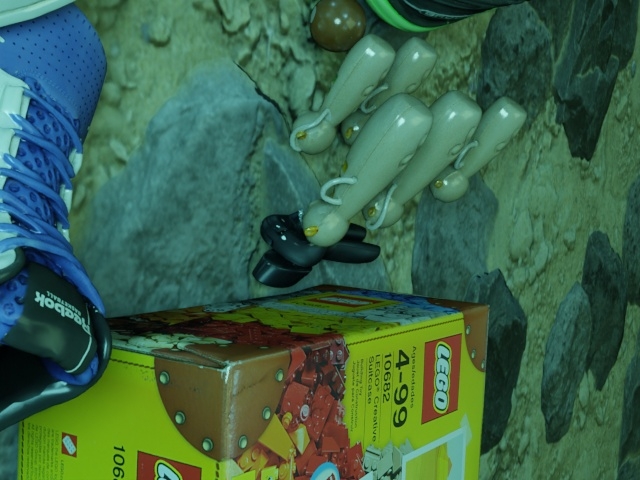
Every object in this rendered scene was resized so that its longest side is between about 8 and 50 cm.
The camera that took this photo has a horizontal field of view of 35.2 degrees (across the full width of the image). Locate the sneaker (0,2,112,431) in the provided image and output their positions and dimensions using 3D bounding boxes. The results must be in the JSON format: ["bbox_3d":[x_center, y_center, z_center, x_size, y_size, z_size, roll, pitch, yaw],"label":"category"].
[{"bbox_3d":[-0.177,0.004,0.564,0.127,0.182,0.315,54,52,-47],"label":"sneaker"}]

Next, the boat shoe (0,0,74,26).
[{"bbox_3d":[-0.232,-0.149,0.541,0.254,0.079,0.095,-32,135,-27],"label":"boat shoe"}]

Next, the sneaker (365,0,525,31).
[{"bbox_3d":[0.070,-0.365,0.858,0.483,0.202,0.185,40,62,-52],"label":"sneaker"}]

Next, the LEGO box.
[{"bbox_3d":[-0.040,0.303,0.807,0.372,0.193,0.500,-5,99,-56],"label":"LEGO box"}]

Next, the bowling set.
[{"bbox_3d":[0.047,-0.117,0.952,0.154,0.200,0.287,-52,157,26],"label":"bowling set"}]

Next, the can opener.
[{"bbox_3d":[0.000,0.000,0.957,0.186,0.073,0.059,-7,62,-59],"label":"can opener"}]
